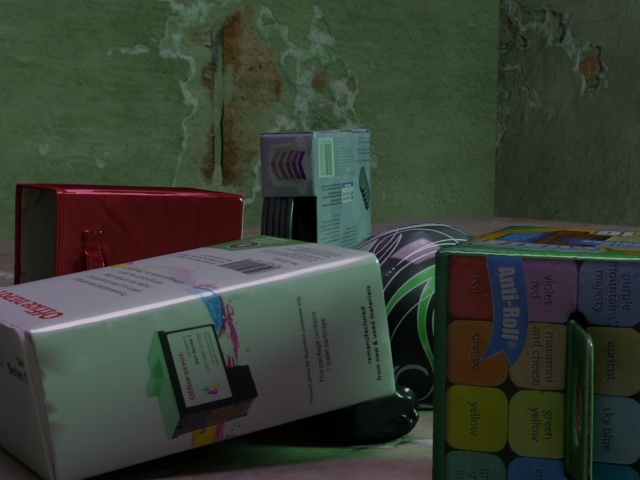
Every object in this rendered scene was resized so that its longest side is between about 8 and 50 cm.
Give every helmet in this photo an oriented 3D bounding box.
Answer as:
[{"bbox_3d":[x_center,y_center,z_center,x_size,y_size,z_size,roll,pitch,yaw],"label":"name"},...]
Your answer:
[{"bbox_3d":[0.085,0.064,1.324,0.169,0.161,0.169,1,5,0],"label":"helmet"}]

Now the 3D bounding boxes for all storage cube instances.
[{"bbox_3d":[-0.200,0.037,1.486,0.193,0.183,0.215,0,4,-25],"label":"storage cube"}]

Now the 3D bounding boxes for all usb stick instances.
[{"bbox_3d":[-0.010,0.127,1.253,0.077,0.045,0.278,-11,9,-26],"label":"usb stick"}]

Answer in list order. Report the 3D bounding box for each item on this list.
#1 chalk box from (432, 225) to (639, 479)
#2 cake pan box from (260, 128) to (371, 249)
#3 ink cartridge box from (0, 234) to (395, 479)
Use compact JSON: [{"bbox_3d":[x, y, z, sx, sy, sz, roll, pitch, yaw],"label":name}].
[{"bbox_3d":[0.173,0.089,0.931,0.179,0.180,0.289,3,4,19],"label":"chalk box"},{"bbox_3d":[0.000,0.000,1.603,0.070,0.245,0.267,-2,5,15],"label":"cake pan box"},{"bbox_3d":[-0.115,0.081,1.115,0.278,0.117,0.201,-12,10,-27],"label":"ink cartridge box"}]
